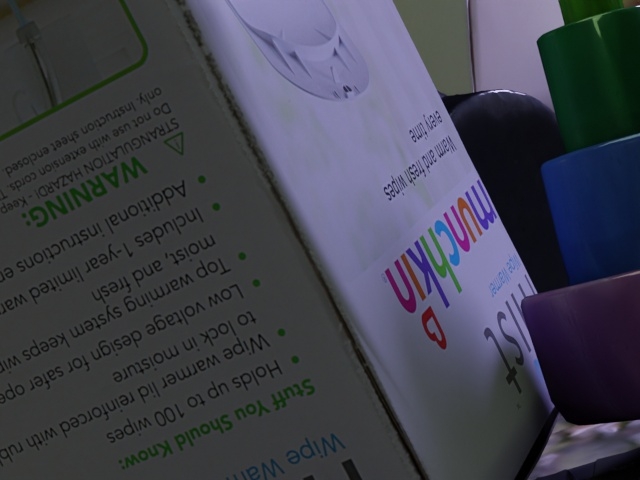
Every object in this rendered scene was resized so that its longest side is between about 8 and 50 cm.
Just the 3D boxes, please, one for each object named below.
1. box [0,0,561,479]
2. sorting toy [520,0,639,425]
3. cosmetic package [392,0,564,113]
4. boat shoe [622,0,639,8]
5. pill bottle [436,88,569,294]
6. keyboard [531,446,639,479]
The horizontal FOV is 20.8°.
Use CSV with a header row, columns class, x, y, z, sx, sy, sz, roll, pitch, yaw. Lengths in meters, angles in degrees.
class,x,y,z,sx,sy,sz,roll,pitch,yaw
box,-0.110,0.000,0.421,0.262,0.231,0.127,-26,6,24
sorting toy,0.196,-0.052,0.467,0.365,0.126,0.127,-12,-3,-30
cosmetic package,0.046,-0.097,1.093,0.153,0.129,0.296,-1,-4,-37
boat shoe,0.220,-0.110,0.985,0.190,0.068,0.072,-4,-43,-47
pill bottle,0.000,0.000,0.702,0.122,0.123,0.219,-25,11,-39
keyboard,0.097,0.063,0.330,0.317,0.033,0.201,-21,12,20
